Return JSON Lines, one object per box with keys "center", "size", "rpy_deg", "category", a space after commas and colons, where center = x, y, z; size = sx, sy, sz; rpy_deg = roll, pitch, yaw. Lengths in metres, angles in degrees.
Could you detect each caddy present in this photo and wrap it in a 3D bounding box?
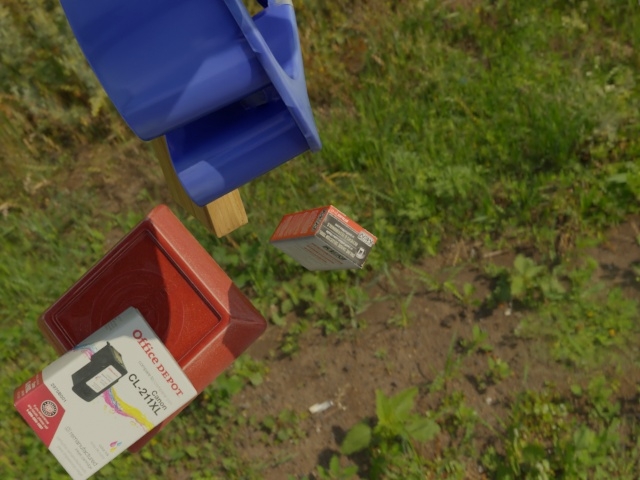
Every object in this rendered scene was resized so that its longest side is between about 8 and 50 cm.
{"center": [-0.114, -0.202, 0.796], "size": [0.179, 0.241, 0.341], "rpy_deg": [-31, 57, 1], "category": "caddy"}

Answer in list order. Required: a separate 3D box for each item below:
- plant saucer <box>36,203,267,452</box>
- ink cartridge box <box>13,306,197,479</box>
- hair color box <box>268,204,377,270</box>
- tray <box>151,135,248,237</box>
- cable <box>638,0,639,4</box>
{"center": [-0.248, 0.111, 1.167], "size": [0.258, 0.048, 0.259], "rpy_deg": [-43, 67, -1], "category": "plant saucer"}
{"center": [-0.257, 0.182, 1.017], "size": [0.175, 0.127, 0.072], "rpy_deg": [-37, 13, -13], "category": "ink cartridge box"}
{"center": [0.000, 0.000, 1.001], "size": [0.043, 0.072, 0.141], "rpy_deg": [-60, 21, -15], "category": "hair color box"}
{"center": [-0.258, -0.219, 1.489], "size": [0.076, 0.411, 0.203], "rpy_deg": [-29, 37, -21], "category": "tray"}
{"center": [0.432, -0.229, 0.865], "size": [0.257, 0.089, 0.257], "rpy_deg": [35, 26, 9], "category": "cable"}
